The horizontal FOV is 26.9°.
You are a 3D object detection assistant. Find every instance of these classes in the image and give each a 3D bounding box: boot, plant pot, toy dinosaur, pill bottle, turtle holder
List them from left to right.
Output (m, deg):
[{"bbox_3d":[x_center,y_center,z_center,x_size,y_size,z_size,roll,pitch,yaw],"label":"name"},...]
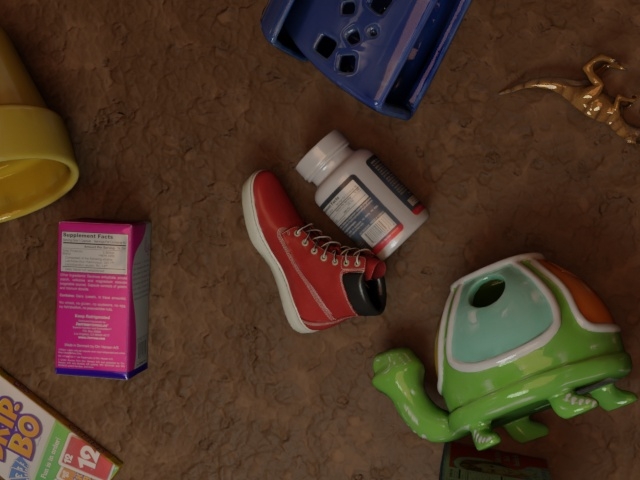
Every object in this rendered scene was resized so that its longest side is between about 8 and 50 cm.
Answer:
[{"bbox_3d":[-0.488,-0.169,1.875,0.254,0.254,0.239,-20,75,8],"label":"plant pot"},{"bbox_3d":[0.000,0.000,1.854,0.176,0.088,0.244,-18,99,42],"label":"boot"},{"bbox_3d":[0.056,-0.064,1.871,0.108,0.108,0.180,-44,88,7],"label":"pill bottle"},{"bbox_3d":[0.063,-0.313,1.799,0.212,0.236,0.236,28,97,12],"label":"plant pot"},{"bbox_3d":[0.254,0.157,1.822,0.320,0.243,0.228,-34,70,46],"label":"turtle holder"},{"bbox_3d":[0.365,-0.204,1.847,0.211,0.064,0.112,28,98,5],"label":"toy dinosaur"}]

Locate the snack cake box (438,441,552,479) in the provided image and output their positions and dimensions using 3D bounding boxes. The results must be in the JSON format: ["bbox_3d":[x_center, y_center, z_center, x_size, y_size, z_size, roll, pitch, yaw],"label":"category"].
[{"bbox_3d":[0.231,0.350,1.796,0.152,0.264,0.089,8,95,6],"label":"snack cake box"}]

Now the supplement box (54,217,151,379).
[{"bbox_3d":[-0.310,0.080,1.922,0.113,0.111,0.220,4,93,7],"label":"supplement box"}]

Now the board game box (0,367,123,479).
[{"bbox_3d":[-0.432,0.303,1.992,0.259,0.039,0.124,37,96,6],"label":"board game box"}]
